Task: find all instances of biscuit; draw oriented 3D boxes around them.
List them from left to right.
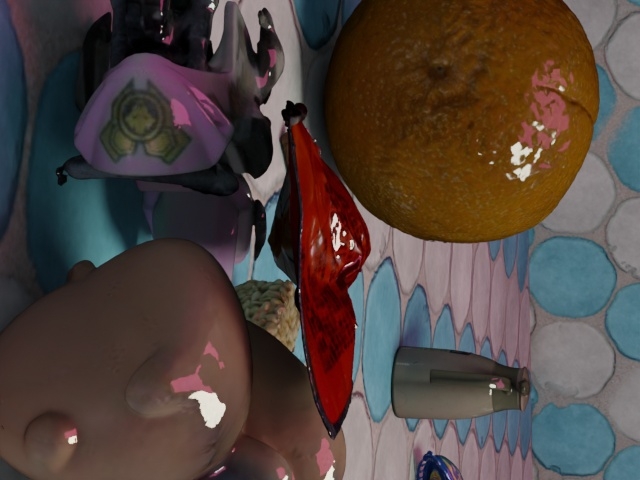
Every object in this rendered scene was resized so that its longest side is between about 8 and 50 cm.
[{"bbox_3d":[-0.068,0.107,1.178,0.168,0.070,0.082,-69,151,-43],"label":"biscuit"}]

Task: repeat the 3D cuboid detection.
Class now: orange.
[{"bbox_3d":[0.161,-0.154,1.522,0.357,0.322,0.322,41,52,-79],"label":"orange"}]

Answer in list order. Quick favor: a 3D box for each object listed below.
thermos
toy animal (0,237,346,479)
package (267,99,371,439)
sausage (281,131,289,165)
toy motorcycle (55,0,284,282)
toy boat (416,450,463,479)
[{"bbox_3d":[0.202,0.206,1.893,0.137,0.193,0.105,43,52,-68],"label":"thermos"},{"bbox_3d":[-0.108,0.115,0.851,0.221,0.210,0.229,61,2,-17],"label":"toy animal"},{"bbox_3d":[0.000,0.000,0.897,0.269,0.071,0.194,-112,-176,-79],"label":"package"},{"bbox_3d":[-0.021,-0.063,1.406,0.026,0.026,0.116,-69,156,-49],"label":"sausage"},{"bbox_3d":[-0.100,-0.062,0.930,0.327,0.143,0.188,87,7,-52],"label":"toy motorcycle"},{"bbox_3d":[0.173,0.402,2.040,0.110,0.091,0.175,-31,122,-38],"label":"toy boat"}]
